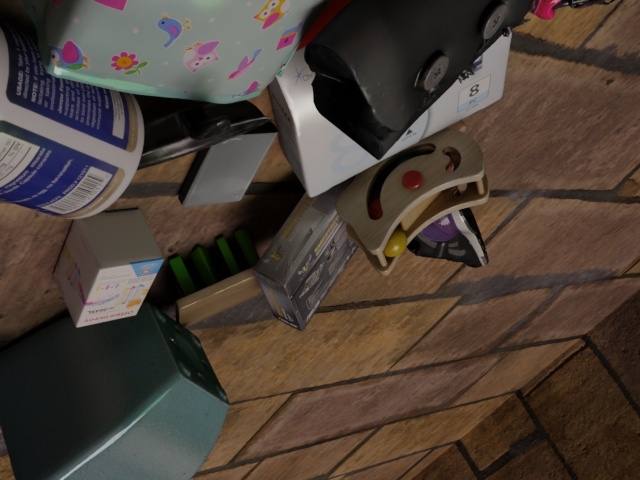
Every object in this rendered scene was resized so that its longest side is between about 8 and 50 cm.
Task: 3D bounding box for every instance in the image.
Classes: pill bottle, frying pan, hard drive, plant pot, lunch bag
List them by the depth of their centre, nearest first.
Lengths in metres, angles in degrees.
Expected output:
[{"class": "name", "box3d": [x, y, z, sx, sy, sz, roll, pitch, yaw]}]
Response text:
[{"class": "lunch bag", "box3d": [-0.098, -0.241, 0.807, 0.262, 0.160, 0.223, 6, 135, -43]}, {"class": "pill bottle", "box3d": [-0.296, -0.119, 0.813, 0.153, 0.153, 0.264, -39, 153, 16]}, {"class": "frying pan", "box3d": [-0.160, -0.108, 0.952, 0.197, 0.053, 0.326, -19, -177, 8]}, {"class": "hard drive", "box3d": [-0.121, -0.099, 1.182, 0.094, 0.022, 0.135, -9, 146, -38]}, {"class": "plant pot", "box3d": [-0.285, 0.234, 1.315, 0.252, 0.247, 0.248, -37, 143, 3]}]

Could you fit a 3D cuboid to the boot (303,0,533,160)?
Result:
[{"class": "boot", "box3d": [0.159, -0.314, 0.871, 0.445, 0.146, 0.367, -39, 152, -5]}]

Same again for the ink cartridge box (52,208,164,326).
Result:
[{"class": "ink cartridge box", "box3d": [-0.280, 0.041, 1.182, 0.092, 0.090, 0.143, -9, 146, -38]}]

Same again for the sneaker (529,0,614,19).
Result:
[{"class": "sneaker", "box3d": [0.356, -0.353, 1.145, 0.299, 0.112, 0.121, -23, 153, -17]}]

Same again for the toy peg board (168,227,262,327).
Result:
[{"class": "toy peg board", "box3d": [-0.156, 0.055, 1.379, 0.161, 0.079, 0.161, -23, 169, -14]}]

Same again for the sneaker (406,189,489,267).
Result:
[{"class": "sneaker", "box3d": [0.217, -0.014, 1.638, 0.124, 0.107, 0.283, -21, 153, 13]}]

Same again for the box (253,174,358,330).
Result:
[{"class": "box", "box3d": [0.000, 0.000, 1.332, 0.231, 0.056, 0.183, -57, 160, -17]}]

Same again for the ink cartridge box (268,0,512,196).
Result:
[{"class": "ink cartridge box", "box3d": [0.085, -0.240, 1.080, 0.308, 0.091, 0.385, -27, 155, -8]}]

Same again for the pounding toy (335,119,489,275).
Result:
[{"class": "pounding toy", "box3d": [0.152, -0.062, 1.281, 0.270, 0.154, 0.155, -53, 150, -15]}]
